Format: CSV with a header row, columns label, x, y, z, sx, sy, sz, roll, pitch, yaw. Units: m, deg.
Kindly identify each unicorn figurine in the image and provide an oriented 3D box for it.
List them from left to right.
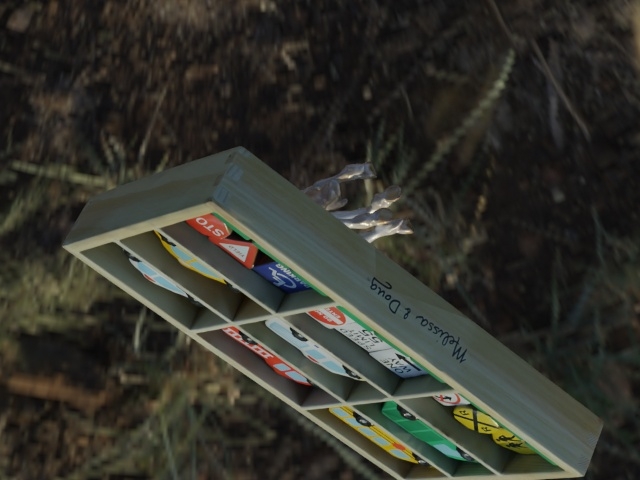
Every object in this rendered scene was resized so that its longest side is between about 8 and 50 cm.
label,x,y,z,sx,sy,sz,roll,pitch,yaw
unicorn figurine,0.000,0.000,1.221,0.111,0.060,0.162,-23,144,13

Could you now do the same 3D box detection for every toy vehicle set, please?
label,x,y,z,sx,sy,sz,roll,pitch,yaw
toy vehicle set,0.006,0.051,1.070,0.267,0.166,0.035,37,64,-22
